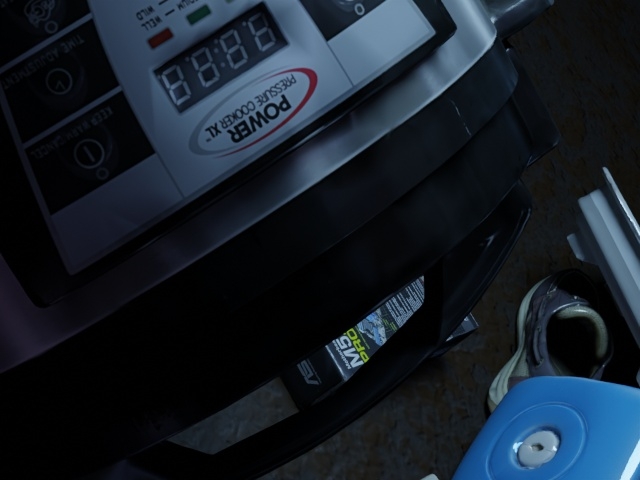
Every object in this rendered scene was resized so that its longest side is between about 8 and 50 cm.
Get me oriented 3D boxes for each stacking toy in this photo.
[{"bbox_3d":[0.257,0.272,1.074,0.302,0.175,0.166,52,60,-28],"label":"stacking toy"}]

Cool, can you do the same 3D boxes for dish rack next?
[{"bbox_3d":[0.359,0.095,1.312,0.333,0.072,0.285,36,28,-61],"label":"dish rack"}]

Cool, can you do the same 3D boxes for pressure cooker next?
[{"bbox_3d":[-0.094,-0.077,0.638,0.420,0.370,0.375,59,33,-11],"label":"pressure cooker"}]

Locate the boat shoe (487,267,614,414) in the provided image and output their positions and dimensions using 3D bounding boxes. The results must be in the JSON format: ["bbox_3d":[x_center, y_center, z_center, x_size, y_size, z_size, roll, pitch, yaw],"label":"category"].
[{"bbox_3d":[0.251,0.104,1.246,0.103,0.092,0.285,47,34,-2],"label":"boat shoe"}]

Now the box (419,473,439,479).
[{"bbox_3d":[-0.007,0.253,0.813,0.275,0.113,0.094,-12,66,-53],"label":"box"}]

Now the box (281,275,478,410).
[{"bbox_3d":[0.000,0.000,1.099,0.216,0.060,0.270,-14,69,-52],"label":"box"}]
